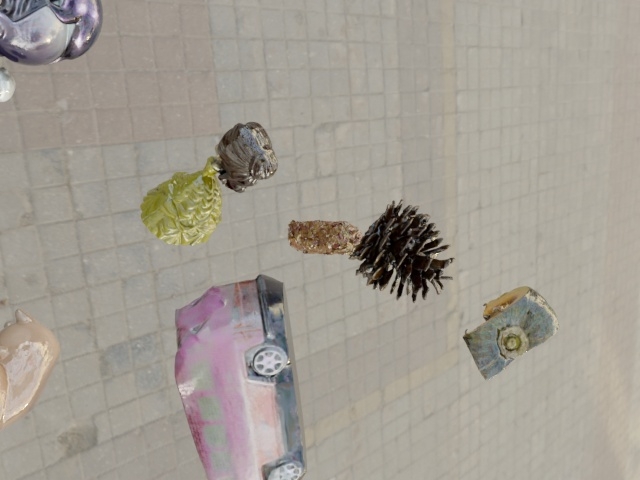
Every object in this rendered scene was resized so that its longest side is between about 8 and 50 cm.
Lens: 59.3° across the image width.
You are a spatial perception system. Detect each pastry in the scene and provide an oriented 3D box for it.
[{"bbox_3d":[-0.001,-0.002,1.106,0.087,0.169,0.063,57,46,-38],"label":"pastry"}]

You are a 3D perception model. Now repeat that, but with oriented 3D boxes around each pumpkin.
[{"bbox_3d":[0.471,0.235,1.463,0.280,0.190,0.139,-27,87,-14],"label":"pumpkin"}]

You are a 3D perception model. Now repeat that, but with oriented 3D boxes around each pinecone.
[{"bbox_3d":[0.145,0.028,0.948,0.163,0.165,0.163,-47,166,-16],"label":"pinecone"}]

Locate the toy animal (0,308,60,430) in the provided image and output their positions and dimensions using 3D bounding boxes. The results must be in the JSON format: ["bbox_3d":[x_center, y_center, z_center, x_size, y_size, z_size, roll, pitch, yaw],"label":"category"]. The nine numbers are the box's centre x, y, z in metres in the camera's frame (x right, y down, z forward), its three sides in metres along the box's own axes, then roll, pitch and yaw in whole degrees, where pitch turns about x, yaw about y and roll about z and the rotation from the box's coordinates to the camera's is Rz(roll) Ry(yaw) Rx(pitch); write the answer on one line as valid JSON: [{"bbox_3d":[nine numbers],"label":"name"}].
[{"bbox_3d":[-0.570,0.250,0.988,0.154,0.166,0.250,44,40,-6],"label":"toy animal"}]

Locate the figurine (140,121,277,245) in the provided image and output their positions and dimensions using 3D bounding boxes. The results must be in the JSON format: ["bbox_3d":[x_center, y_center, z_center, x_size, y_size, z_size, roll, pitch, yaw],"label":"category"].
[{"bbox_3d":[-0.221,-0.136,1.184,0.187,0.315,0.168,14,49,-41],"label":"figurine"}]

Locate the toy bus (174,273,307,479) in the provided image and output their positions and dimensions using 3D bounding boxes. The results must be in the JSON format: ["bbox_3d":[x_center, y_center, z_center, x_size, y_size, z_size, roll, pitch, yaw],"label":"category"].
[{"bbox_3d":[-0.097,0.198,0.731,0.147,0.127,0.303,-10,115,-6],"label":"toy bus"}]

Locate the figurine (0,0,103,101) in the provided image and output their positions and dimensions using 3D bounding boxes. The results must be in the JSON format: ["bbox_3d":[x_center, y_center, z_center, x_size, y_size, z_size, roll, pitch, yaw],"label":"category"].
[{"bbox_3d":[-0.404,-0.288,0.771,0.222,0.145,0.145,-46,130,4],"label":"figurine"}]
